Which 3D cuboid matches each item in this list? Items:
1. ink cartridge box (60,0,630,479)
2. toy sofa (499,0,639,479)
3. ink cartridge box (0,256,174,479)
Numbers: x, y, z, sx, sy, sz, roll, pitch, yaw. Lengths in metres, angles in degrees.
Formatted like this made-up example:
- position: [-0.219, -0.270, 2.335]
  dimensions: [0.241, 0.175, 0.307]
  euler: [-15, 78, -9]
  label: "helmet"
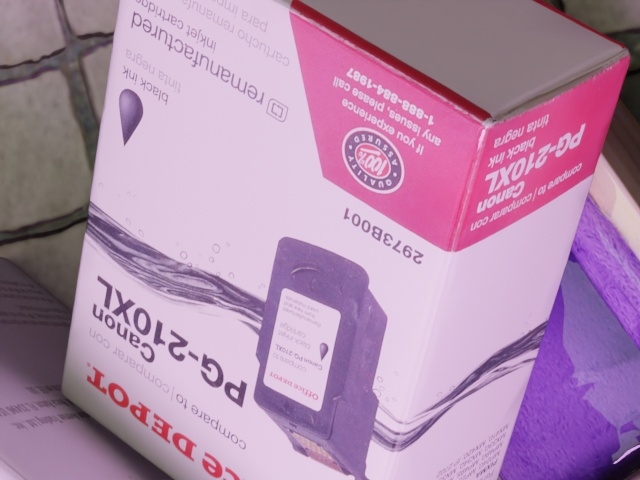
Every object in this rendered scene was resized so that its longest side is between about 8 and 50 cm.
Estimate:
- position: [0.000, 0.000, 0.779]
  dimensions: [0.172, 0.100, 0.237]
  euler: [33, 129, 27]
  label: "ink cartridge box"
- position: [0.060, -0.031, 0.865]
  dimensions: [0.150, 0.177, 0.362]
  euler: [-37, 84, 21]
  label: "toy sofa"
- position: [-0.095, 0.179, 0.877]
  dimensions: [0.395, 0.285, 0.166]
  euler: [37, 96, 13]
  label: "ink cartridge box"
